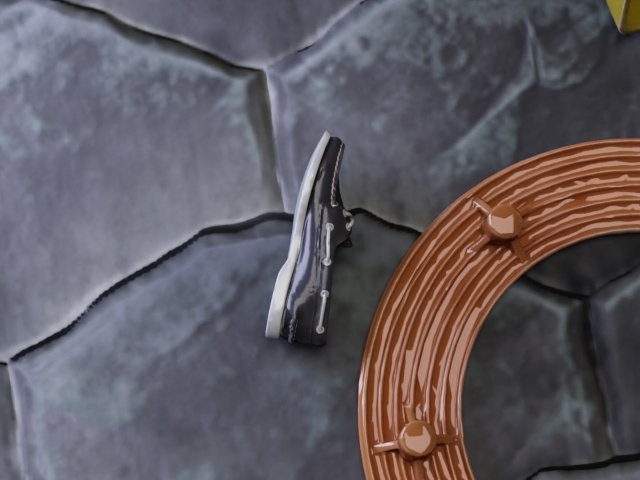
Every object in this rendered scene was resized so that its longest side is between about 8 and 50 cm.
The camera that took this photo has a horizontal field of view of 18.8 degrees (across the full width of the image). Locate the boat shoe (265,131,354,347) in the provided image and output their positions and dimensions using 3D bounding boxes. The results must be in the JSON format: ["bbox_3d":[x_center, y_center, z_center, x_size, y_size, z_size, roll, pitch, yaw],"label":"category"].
[{"bbox_3d":[0.000,0.000,1.120,0.038,0.046,0.125,14,78,1],"label":"boat shoe"}]

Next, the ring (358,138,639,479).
[{"bbox_3d":[0.190,0.098,1.112,0.336,0.032,0.337,1,75,-4],"label":"ring"}]

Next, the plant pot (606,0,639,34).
[{"bbox_3d":[0.240,-0.283,1.137,0.212,0.212,0.187,-21,64,-8],"label":"plant pot"}]
